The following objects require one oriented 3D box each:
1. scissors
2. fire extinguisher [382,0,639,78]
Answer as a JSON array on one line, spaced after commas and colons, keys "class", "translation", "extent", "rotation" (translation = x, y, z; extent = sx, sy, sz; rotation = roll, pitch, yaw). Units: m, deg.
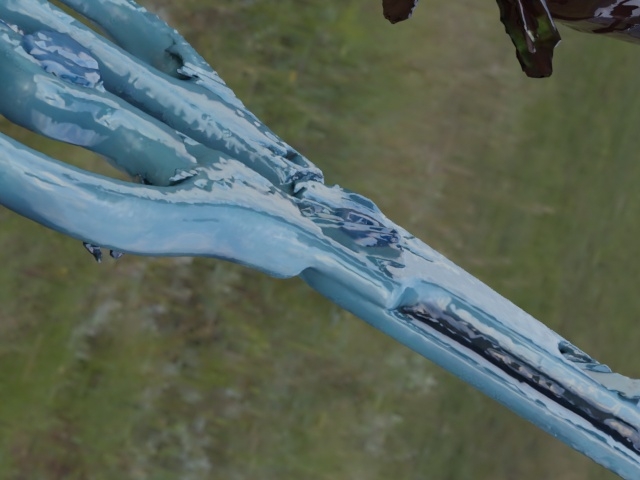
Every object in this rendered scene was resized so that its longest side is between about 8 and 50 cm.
[{"class": "scissors", "translation": [0.000, 0.000, 0.601], "extent": [0.032, 0.393, 0.180], "rotation": [-54, -171, 25]}, {"class": "fire extinguisher", "translation": [0.152, -0.083, 0.528], "extent": [0.105, 0.341, 0.141], "rotation": [-31, -120, 48]}]
